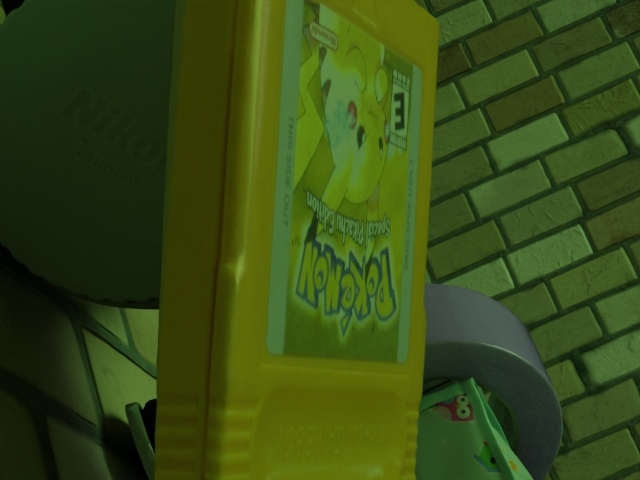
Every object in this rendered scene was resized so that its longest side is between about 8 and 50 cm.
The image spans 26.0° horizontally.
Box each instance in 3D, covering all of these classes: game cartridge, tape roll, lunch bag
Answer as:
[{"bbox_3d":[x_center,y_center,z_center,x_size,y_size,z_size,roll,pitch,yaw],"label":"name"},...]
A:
[{"bbox_3d":[0.000,0.000,0.774,0.285,0.053,0.323,15,75,-66],"label":"game cartridge"},{"bbox_3d":[0.091,0.176,1.350,0.090,0.275,0.275,-104,168,-52],"label":"tape roll"},{"bbox_3d":[0.093,0.268,1.267,0.160,0.223,0.262,-100,163,-63],"label":"lunch bag"}]

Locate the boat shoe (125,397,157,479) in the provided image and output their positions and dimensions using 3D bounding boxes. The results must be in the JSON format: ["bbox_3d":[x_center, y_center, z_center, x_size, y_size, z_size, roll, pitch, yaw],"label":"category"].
[{"bbox_3d":[-0.039,0.208,0.993,0.302,0.091,0.114,61,2,-39],"label":"boat shoe"}]

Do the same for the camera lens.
[{"bbox_3d":[-0.102,-0.069,0.941,0.274,0.219,0.219,-35,101,-83],"label":"camera lens"}]

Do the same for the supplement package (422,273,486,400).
[{"bbox_3d":[0.051,0.136,1.501,0.199,0.198,0.262,-104,168,-57],"label":"supplement package"}]

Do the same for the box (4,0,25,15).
[{"bbox_3d":[-0.199,-0.186,1.191,0.180,0.077,0.147,53,14,-61],"label":"box"}]
